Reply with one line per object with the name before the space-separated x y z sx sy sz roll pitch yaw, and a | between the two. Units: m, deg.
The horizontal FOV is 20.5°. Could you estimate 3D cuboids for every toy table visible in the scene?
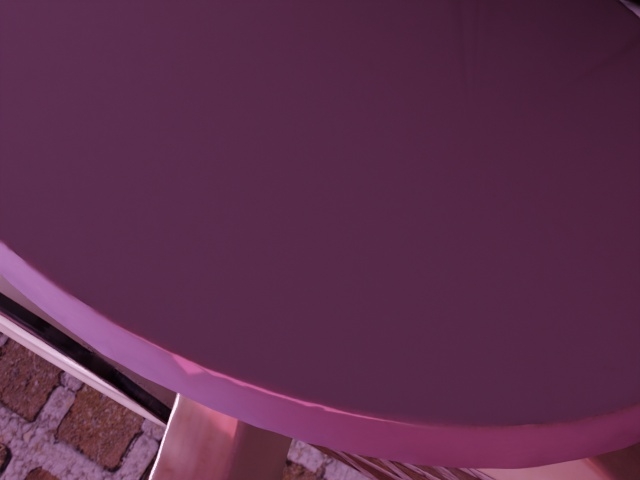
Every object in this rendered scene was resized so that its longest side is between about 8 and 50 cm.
toy table | 0.000 0.000 0.567 0.274 0.252 0.161 37 156 23

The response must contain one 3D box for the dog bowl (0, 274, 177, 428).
dog bowl | -0.262 0.009 1.613 0.408 0.150 0.408 31 171 6
